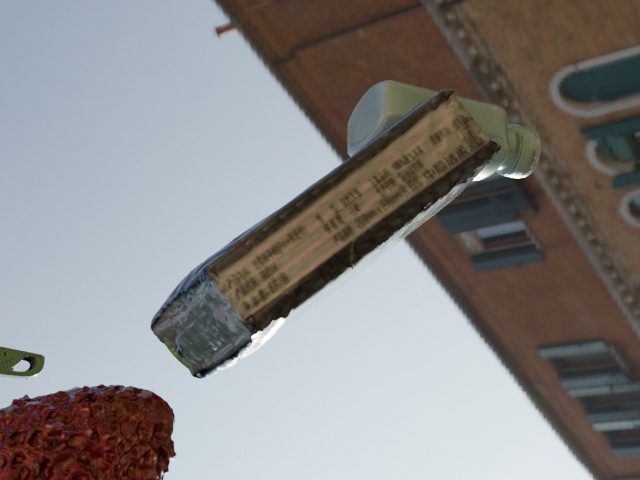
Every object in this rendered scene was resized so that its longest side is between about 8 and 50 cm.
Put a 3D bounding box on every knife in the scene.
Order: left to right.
[{"bbox_3d":[-0.388,0.106,1.043,0.293,0.020,0.043,16,-137,-48],"label":"knife"}]

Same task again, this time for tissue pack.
[{"bbox_3d":[0.000,0.000,0.778,0.235,0.173,0.073,-37,-92,-24],"label":"tissue pack"}]

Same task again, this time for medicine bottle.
[{"bbox_3d":[0.157,-0.126,1.322,0.228,0.121,0.083,11,-115,-20],"label":"medicine bottle"}]

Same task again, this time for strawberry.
[{"bbox_3d":[-0.212,0.202,0.924,0.187,0.184,0.201,44,-94,-4],"label":"strawberry"}]
